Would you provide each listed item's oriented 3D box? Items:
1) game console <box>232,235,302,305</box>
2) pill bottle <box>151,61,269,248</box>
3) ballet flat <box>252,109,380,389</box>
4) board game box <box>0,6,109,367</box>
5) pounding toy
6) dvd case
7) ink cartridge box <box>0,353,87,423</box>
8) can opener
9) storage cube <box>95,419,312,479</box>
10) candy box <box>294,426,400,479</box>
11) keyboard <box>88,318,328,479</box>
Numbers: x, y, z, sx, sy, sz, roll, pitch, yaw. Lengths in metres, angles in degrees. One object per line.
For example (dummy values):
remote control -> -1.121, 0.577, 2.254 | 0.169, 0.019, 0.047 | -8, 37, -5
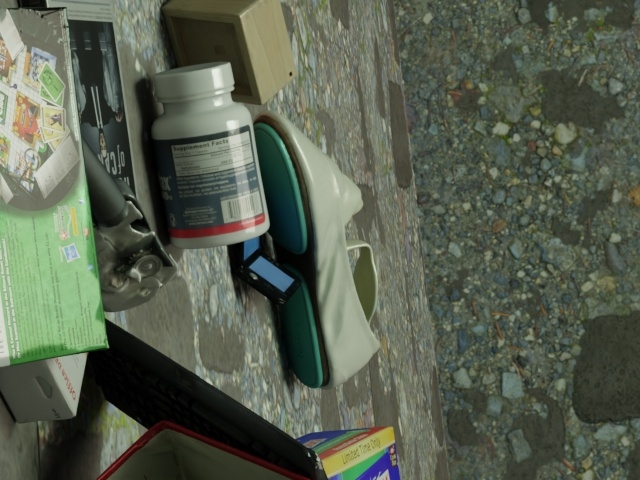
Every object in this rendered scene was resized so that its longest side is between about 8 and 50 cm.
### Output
game console -> -0.060, 0.011, 2.191 | 0.071, 0.107, 0.122 | -55, 178, 15
pill bottle -> -0.118, -0.089, 1.887 | 0.108, 0.108, 0.180 | -50, 132, -74
ballet flat -> 0.000, 0.000, 2.309 | 0.139, 0.139, 0.400 | -76, 159, -60
board game box -> -0.230, -0.039, 1.329 | 0.136, 0.030, 0.259 | -7, 91, -44
pounding toy -> -0.106, -0.235, 2.012 | 0.100, 0.141, 0.130 | -43, 132, -40
dvd case -> -0.211, -0.106, 1.637 | 0.179, 0.030, 0.238 | -25, 108, -77
ink cartridge box -> -0.219, 0.069, 1.433 | 0.122, 0.052, 0.088 | -87, 165, -45
can opener -> -0.204, -0.043, 1.498 | 0.095, 0.076, 0.283 | 61, 1, 43
storage cube -> -0.094, 0.289, 1.414 | 0.184, 0.215, 0.193 | -41, 132, -33
candy box -> 0.017, 0.393, 2.154 | 0.268, 0.122, 0.317 | -10, 92, -69
keyboard -> -0.087, 0.183, 1.532 | 0.033, 0.317, 0.201 | -39, 132, -22
